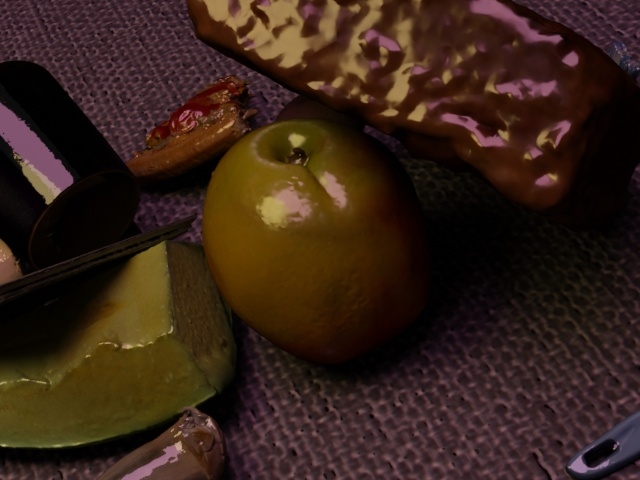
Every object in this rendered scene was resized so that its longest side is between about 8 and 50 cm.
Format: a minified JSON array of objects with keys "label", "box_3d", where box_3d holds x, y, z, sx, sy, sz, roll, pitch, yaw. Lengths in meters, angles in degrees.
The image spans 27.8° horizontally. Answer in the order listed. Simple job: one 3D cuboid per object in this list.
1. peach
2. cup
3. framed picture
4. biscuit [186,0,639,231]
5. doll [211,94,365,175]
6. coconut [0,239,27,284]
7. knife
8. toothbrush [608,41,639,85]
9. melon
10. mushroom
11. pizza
[{"label":"peach","box_3d":[0.000,0.000,1.213,0.231,0.231,0.231,-11,41,9]},{"label":"cup","box_3d":[-0.275,-0.075,1.384,0.177,0.166,0.239,42,26,25]},{"label":"framed picture","box_3d":[-0.271,0.048,1.257,0.217,0.017,0.274,-25,-1,40]},{"label":"biscuit","box_3d":[0.111,-0.157,1.193,0.395,0.343,0.166,30,100,17]},{"label":"doll","box_3d":[-0.026,-0.107,1.449,0.188,0.096,0.145,-19,16,39]},{"label":"coconut","box_3d":[-0.370,0.038,1.385,0.116,0.116,0.122,19,56,36]},{"label":"knife","box_3d":[0.342,0.124,1.097,0.313,0.019,0.044,-29,49,-13]},{"label":"toothbrush","box_3d":[0.371,-0.084,1.315,0.040,0.040,0.386,-18,43,0]},{"label":"melon","box_3d":[-0.247,0.114,1.249,0.323,0.124,0.196,-19,40,9]},{"label":"mushroom","box_3d":[-0.167,0.234,1.115,0.092,0.081,0.223,2,39,49]},{"label":"pizza","box_3d":[-0.137,-0.148,1.521,0.188,0.062,0.199,-20,24,30]}]
